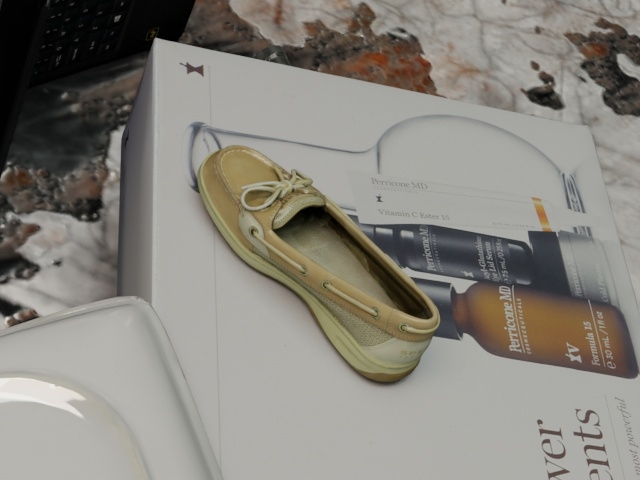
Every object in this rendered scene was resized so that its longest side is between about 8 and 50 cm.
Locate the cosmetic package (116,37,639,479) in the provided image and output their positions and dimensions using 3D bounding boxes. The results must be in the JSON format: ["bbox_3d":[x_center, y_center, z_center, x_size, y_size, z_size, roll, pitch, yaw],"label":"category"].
[{"bbox_3d":[0.036,0.075,0.751,0.284,0.097,0.377,8,49,-16],"label":"cosmetic package"}]

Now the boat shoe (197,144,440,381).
[{"bbox_3d":[-0.001,0.001,0.696,0.056,0.048,0.153,-24,64,-37],"label":"boat shoe"}]

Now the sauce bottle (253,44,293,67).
[{"bbox_3d":[-0.009,-0.083,0.978,0.042,0.042,0.128,-8,57,-31],"label":"sauce bottle"}]

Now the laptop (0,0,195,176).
[{"bbox_3d":[-0.116,-0.132,0.835,0.264,0.234,0.136,-25,67,-40],"label":"laptop"}]

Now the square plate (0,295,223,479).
[{"bbox_3d":[-0.165,0.185,0.499,0.344,0.049,0.347,-15,57,-20],"label":"square plate"}]
